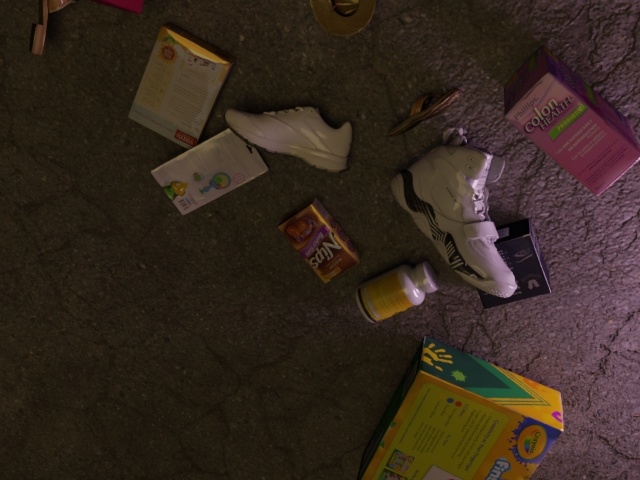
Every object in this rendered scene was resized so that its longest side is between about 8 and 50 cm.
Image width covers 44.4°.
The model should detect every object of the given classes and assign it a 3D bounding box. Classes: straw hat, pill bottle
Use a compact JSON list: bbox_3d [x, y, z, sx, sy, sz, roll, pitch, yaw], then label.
[{"bbox_3d":[0.053,-0.491,1.597,0.144,0.061,0.145,5,105,18],"label":"straw hat"},{"bbox_3d":[0.182,0.118,1.858,0.184,0.103,0.103,-26,109,24],"label":"pill bottle"}]

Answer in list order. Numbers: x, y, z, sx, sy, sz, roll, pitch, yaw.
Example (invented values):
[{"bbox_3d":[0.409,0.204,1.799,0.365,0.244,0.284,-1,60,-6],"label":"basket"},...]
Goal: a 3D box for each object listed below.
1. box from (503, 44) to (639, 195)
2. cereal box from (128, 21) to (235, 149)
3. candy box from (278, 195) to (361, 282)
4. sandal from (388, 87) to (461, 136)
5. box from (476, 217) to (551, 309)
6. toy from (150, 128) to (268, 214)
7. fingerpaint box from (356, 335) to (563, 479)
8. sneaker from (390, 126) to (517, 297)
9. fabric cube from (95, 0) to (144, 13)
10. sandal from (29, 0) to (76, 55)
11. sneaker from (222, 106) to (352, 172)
[{"bbox_3d":[0.489,-0.241,1.541,0.243,0.214,0.117,38,119,-7],"label":"box"},{"bbox_3d":[-0.315,-0.342,1.764,0.173,0.047,0.240,29,120,-3],"label":"cereal box"},{"bbox_3d":[0.000,0.000,1.868,0.109,0.053,0.187,-33,107,24],"label":"candy box"},{"bbox_3d":[0.215,-0.280,1.674,0.180,0.072,0.049,-29,86,28],"label":"sandal"},{"bbox_3d":[0.423,0.054,1.777,0.155,0.093,0.158,-17,111,21],"label":"box"},{"bbox_3d":[-0.258,-0.171,1.827,0.237,0.056,0.137,-28,120,7],"label":"toy"},{"bbox_3d":[0.342,0.512,1.993,0.370,0.163,0.445,22,120,2],"label":"fingerpaint box"},{"bbox_3d":[0.324,-0.066,1.654,0.210,0.137,0.366,-48,66,24],"label":"sneaker"},{"bbox_3d":[-0.473,-0.606,1.505,0.254,0.258,0.259,17,101,3],"label":"fabric cube"},{"bbox_3d":[-0.580,-0.523,1.723,0.079,0.088,0.240,6,108,-30],"label":"sandal"},{"bbox_3d":[-0.068,-0.245,1.733,0.297,0.111,0.129,16,97,-10],"label":"sneaker"}]
